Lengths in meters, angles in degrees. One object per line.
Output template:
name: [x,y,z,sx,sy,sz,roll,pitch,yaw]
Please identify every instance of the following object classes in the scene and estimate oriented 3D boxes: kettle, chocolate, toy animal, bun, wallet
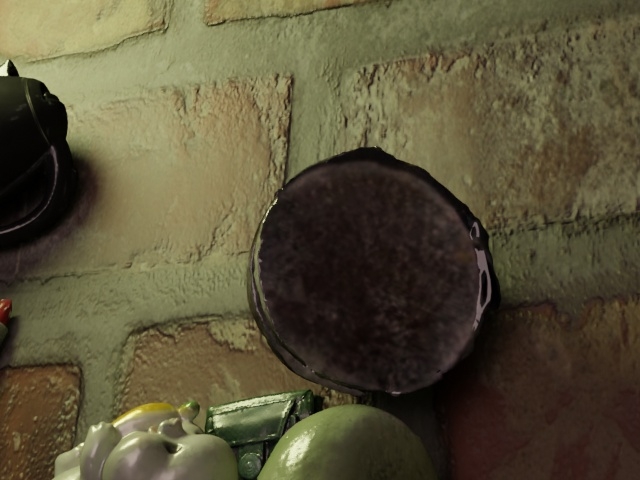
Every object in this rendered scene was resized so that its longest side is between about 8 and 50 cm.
kettle: [-0.505,-0.116,1.977,0.290,0.207,0.268,-19,85,0]
chocolate: [0.039,0.060,1.628,0.303,0.213,0.303,3,76,-14]
toy animal: [-0.212,0.313,1.568,0.310,0.183,0.247,-18,66,20]
bun: [0.015,0.324,1.463,0.179,0.283,0.283,-14,55,35]
wallet: [-0.070,0.305,1.621,0.160,0.055,0.236,-11,61,18]

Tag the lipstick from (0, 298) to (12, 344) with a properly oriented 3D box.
lipstick: [-0.482,0.162,1.872,0.063,0.057,0.186,25,64,2]
